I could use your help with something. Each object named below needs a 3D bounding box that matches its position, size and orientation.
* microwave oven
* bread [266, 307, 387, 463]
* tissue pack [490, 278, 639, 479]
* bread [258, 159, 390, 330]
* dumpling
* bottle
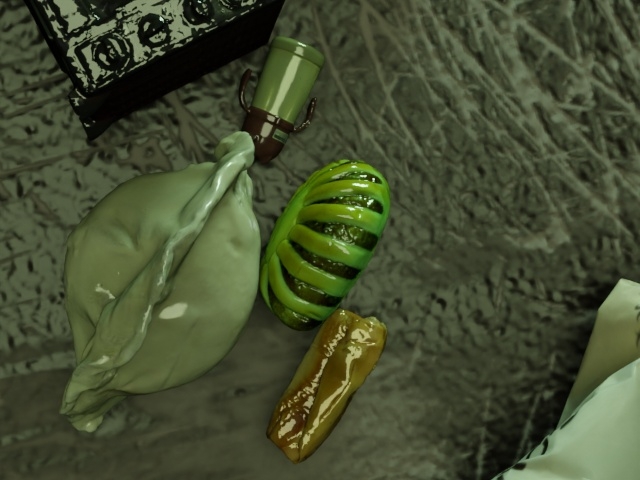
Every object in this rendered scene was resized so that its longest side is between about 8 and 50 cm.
[{"bbox_3d":[-0.156,-0.229,0.921,0.178,0.188,0.247,-29,92,-5],"label":"microwave oven"},{"bbox_3d":[0.005,0.114,0.988,0.053,0.074,0.132,32,84,7],"label":"bread"},{"bbox_3d":[0.273,0.278,0.962,0.390,0.195,0.375,46,72,-3],"label":"tissue pack"},{"bbox_3d":[0.000,0.000,0.966,0.071,0.130,0.139,29,104,-14],"label":"bread"},{"bbox_3d":[-0.119,0.028,0.915,0.147,0.193,0.258,31,84,0],"label":"dumpling"},{"bbox_3d":[-0.037,-0.113,1.004,0.063,0.047,0.101,23,91,6],"label":"bottle"}]
